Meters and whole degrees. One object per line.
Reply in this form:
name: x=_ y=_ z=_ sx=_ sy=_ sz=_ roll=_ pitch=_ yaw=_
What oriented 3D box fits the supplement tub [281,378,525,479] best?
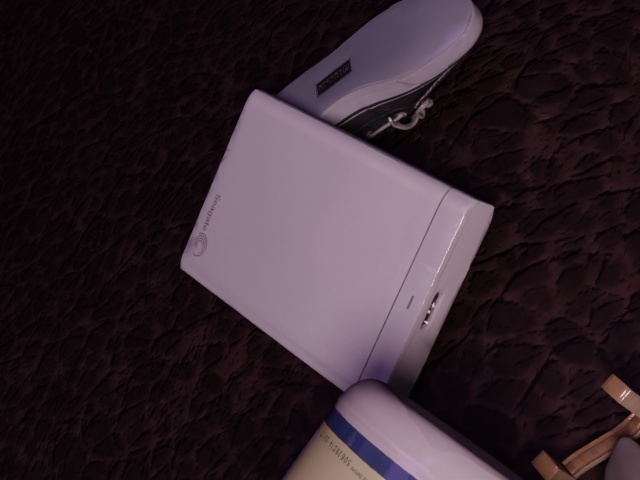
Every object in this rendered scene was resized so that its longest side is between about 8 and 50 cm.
supplement tub: x=0.033 y=0.299 z=0.868 sx=0.325 sy=0.235 sz=0.235 roll=-54 pitch=40 yaw=-2

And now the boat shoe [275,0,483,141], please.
boat shoe: x=0.073 y=-0.172 z=1.272 sx=0.306 sy=0.105 sz=0.113 roll=-33 pitch=48 yaw=31

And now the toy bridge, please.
toy bridge: x=0.256 y=0.131 z=0.910 sx=0.188 sy=0.063 sz=0.026 roll=-50 pitch=40 yaw=7

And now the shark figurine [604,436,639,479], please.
shark figurine: x=0.292 y=0.234 z=0.768 sx=0.278 sy=0.116 sz=0.166 roll=7 pitch=69 yaw=47

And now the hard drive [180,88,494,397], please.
hard drive: x=0.000 y=0.000 z=1.186 sx=0.353 sy=0.047 sz=0.233 roll=32 pitch=102 yaw=43
